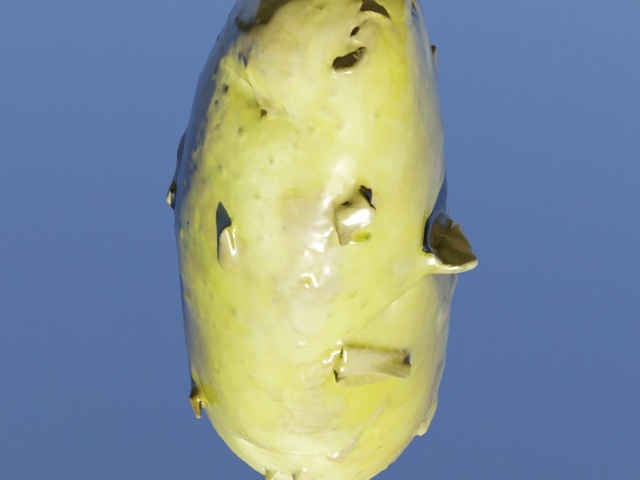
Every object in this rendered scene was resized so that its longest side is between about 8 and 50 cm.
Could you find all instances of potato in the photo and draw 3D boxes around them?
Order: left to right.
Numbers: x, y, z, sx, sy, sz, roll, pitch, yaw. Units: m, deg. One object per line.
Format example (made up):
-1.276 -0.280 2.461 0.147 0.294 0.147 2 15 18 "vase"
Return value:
0.000 0.000 0.476 0.090 0.225 0.117 -2 -126 0 "potato"
